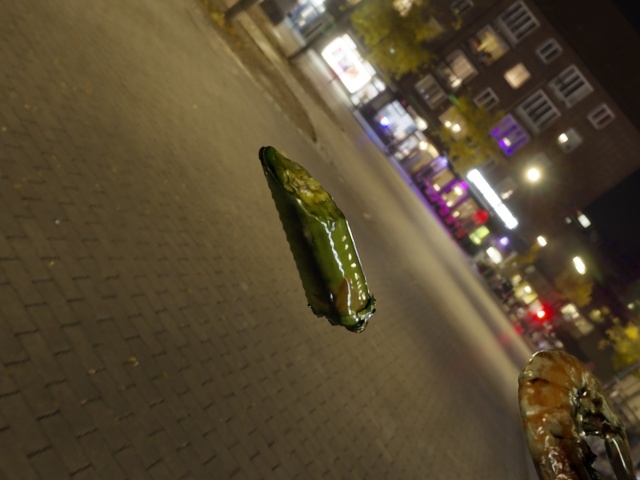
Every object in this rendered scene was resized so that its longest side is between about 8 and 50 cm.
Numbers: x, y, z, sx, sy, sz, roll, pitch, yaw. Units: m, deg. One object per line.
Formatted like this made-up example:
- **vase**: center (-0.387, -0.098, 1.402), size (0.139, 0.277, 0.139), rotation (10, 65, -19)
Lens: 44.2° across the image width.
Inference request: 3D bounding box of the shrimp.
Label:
- **shrimp**: center (0.391, 0.326, 1.114), size (0.233, 0.071, 0.365), rotation (3, 61, -39)

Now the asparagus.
- **asparagus**: center (0.000, 0.000, 1.363), size (0.128, 0.108, 0.382), rotation (16, -42, 39)
